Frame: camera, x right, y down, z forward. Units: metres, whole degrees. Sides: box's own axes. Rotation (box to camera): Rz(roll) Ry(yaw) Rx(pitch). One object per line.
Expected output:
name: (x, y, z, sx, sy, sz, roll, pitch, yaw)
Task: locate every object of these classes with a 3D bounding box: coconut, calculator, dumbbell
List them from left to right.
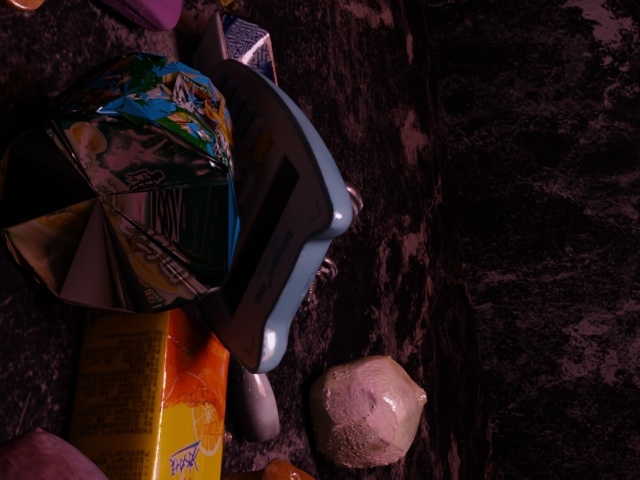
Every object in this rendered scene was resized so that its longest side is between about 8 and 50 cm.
calculator: (-0.087, -0.046, 1.112, 0.054, 0.256, 0.386, 10, 28, -35)
dumbbell: (0.000, 0.000, 1.675, 0.110, 0.110, 0.254, 61, 35, -47)
coconut: (0.083, 0.276, 1.654, 0.194, 0.194, 0.194, -8, 90, -71)

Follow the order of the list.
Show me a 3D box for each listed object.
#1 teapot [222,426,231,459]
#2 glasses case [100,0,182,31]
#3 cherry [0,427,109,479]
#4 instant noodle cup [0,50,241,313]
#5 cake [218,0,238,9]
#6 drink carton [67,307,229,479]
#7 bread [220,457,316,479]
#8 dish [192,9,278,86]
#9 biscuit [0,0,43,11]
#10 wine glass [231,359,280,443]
teapot: (-0.153, 0.234, 1.199, 0.110, 0.080, 0.085, -142, -121, -61)
glasses case: (-0.241, -0.337, 1.124, 0.316, 0.075, 0.123, 30, 55, -67)
cherry: (-0.221, 0.280, 0.778, 0.213, 0.183, 0.266, 49, 40, -72)
instant noodle cup: (-0.183, -0.067, 0.992, 0.178, 0.240, 0.240, -83, 157, -54)
cake: (-0.092, -0.440, 1.257, 0.222, 0.227, 0.286, 57, 6, -33)
drink carton: (-0.182, 0.252, 1.025, 0.154, 0.111, 0.351, 48, 39, -57)
bread: (-0.073, 0.411, 1.195, 0.312, 0.172, 0.312, -6, 90, -76)
dish: (-0.119, -0.188, 1.416, 0.182, 0.080, 0.243, -13, 94, -71)
biscuit: (-0.307, -0.306, 0.885, 0.339, 0.047, 0.216, -27, 110, -56)
wine glass: (-0.101, 0.179, 1.360, 0.066, 0.066, 0.198, -53, 134, -64)
